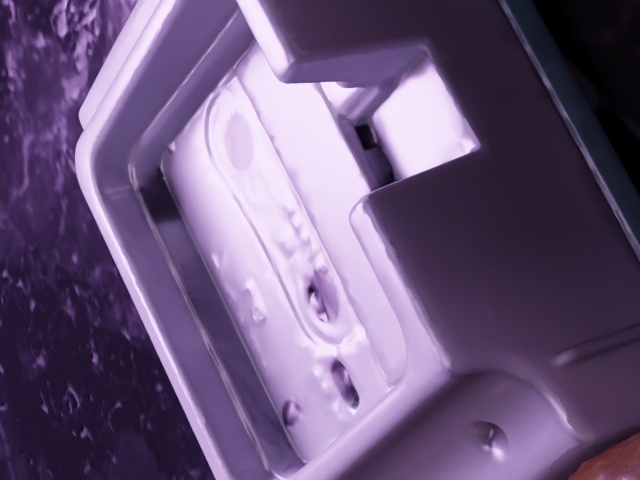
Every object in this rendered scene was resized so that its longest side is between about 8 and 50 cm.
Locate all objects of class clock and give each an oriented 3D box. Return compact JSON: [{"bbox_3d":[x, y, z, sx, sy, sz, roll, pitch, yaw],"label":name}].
[{"bbox_3d":[0.000,0.000,0.730,0.231,0.116,0.262,-45,65,50],"label":"clock"}]

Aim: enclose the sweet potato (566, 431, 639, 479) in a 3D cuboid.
[{"bbox_3d":[0.052,0.175,0.705,0.109,0.109,0.385,63,150,16],"label":"sweet potato"}]
